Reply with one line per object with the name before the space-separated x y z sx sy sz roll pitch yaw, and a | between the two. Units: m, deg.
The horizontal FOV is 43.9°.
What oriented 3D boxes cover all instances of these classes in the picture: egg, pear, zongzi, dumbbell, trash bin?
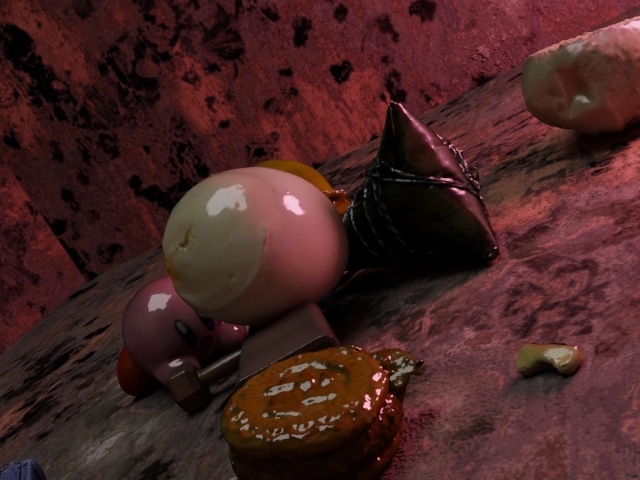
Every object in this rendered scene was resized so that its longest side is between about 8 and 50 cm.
egg | -0.101 0.010 1.418 0.345 0.283 0.283 1 -12 -44
pear | -0.090 -0.071 2.003 0.294 0.294 0.294 -29 14 8
zongzi | 0.134 -0.037 1.514 0.362 0.319 0.383 -31 -6 0
dumbbell | -0.171 0.230 1.467 0.230 0.082 0.092 -30 13 4
trash bin | -0.037 0.196 1.240 0.164 0.122 0.240 -30 11 1

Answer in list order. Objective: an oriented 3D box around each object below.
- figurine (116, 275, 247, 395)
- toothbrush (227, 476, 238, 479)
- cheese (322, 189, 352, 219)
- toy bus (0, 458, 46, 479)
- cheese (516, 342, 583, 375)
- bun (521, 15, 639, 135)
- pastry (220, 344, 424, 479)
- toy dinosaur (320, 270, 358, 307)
figurine | -0.314 0.182 1.665 0.269 0.211 0.261 -39 16 -29
toothbrush | -0.144 0.351 1.126 0.162 0.014 0.017 -29 -1 7
cheese | 0.000 0.000 1.650 0.156 0.250 0.064 -5 36 -25
toy bus | -0.551 0.460 1.469 0.076 0.073 0.167 -30 17 -12
cheese | 0.273 0.144 0.957 0.083 0.030 0.044 -5 49 51
bun | 0.594 -0.332 1.627 0.359 0.211 0.360 -20 9 3
pastry | -0.006 0.236 1.014 0.240 0.132 0.235 3 26 43
toy dinosaur | -0.037 0.112 1.629 0.329 0.076 0.144 -26 6 5
